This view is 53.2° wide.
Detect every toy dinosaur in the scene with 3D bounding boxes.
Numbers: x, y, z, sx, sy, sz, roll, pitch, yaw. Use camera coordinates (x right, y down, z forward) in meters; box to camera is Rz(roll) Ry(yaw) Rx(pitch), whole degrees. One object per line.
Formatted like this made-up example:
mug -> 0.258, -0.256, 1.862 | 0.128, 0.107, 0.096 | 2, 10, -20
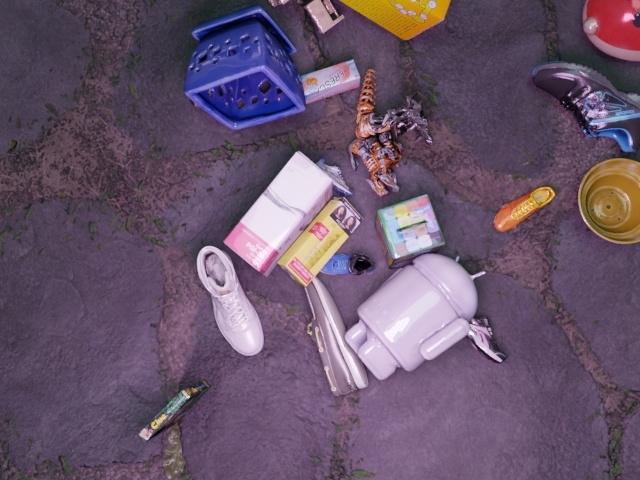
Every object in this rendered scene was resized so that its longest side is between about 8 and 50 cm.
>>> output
toy dinosaur -> 0.165, -0.284, 1.647 | 0.218, 0.164, 0.322 | -14, 103, 16

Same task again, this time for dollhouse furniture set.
dollhouse furniture set -> -0.053, -0.645, 1.731 | 0.129, 0.129, 0.184 | -37, 112, -3

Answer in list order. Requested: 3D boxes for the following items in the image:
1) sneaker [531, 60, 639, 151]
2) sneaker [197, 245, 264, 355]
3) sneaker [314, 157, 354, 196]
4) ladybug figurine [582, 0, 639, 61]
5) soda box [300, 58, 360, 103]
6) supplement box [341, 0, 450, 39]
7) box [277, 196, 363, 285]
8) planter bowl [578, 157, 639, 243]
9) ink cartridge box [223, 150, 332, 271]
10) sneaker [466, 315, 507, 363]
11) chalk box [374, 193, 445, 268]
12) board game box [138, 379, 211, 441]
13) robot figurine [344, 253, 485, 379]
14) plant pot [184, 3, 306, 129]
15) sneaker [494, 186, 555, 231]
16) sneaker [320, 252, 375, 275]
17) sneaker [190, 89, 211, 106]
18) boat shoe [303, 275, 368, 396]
sneaker -> 0.698, -0.350, 1.647 | 0.340, 0.125, 0.140 | 26, 88, 7
sneaker -> -0.230, 0.152, 1.578 | 0.108, 0.169, 0.293 | -25, 83, -4
sneaker -> 0.039, -0.169, 1.676 | 0.135, 0.052, 0.058 | 37, 80, 6
ladybug figurine -> 0.905, -0.639, 1.663 | 0.449, 0.162, 0.305 | -25, 82, -2
soda box -> 0.013, -0.420, 1.706 | 0.183, 0.063, 0.058 | -19, 79, -1
supplement box -> 0.154, -0.699, 1.613 | 0.356, 0.195, 0.194 | 24, 82, -21
box -> 0.000, 0.000, 1.618 | 0.232, 0.058, 0.087 | -48, 114, -13
planter bowl -> 0.748, -0.092, 1.623 | 0.217, 0.090, 0.217 | 0, 81, 1
ink cartridge box -> -0.097, -0.059, 1.583 | 0.117, 0.207, 0.283 | 39, 85, 6
sneaker -> 0.403, 0.229, 1.596 | 0.178, 0.072, 0.077 | 44, 84, 6
chalk box -> 0.216, -0.024, 1.564 | 0.132, 0.213, 0.132 | -17, 78, -2
board game box -> -0.333, 0.393, 1.498 | 0.030, 0.260, 0.136 | 42, 84, 6
robot figurine -> 0.230, 0.170, 1.525 | 0.353, 0.300, 0.200 | -40, 127, -4
plant pot -> -0.188, -0.439, 1.610 | 0.236, 0.236, 0.212 | -11, 72, 22
sneaker -> 0.520, -0.087, 1.641 | 0.175, 0.067, 0.064 | -37, 84, -2
sneaker -> 0.065, 0.059, 1.623 | 0.152, 0.084, 0.058 | 6, 82, 3
sneaker -> -0.317, -0.434, 1.718 | 0.074, 0.063, 0.170 | 4, 87, -4
boat shoe -> 0.018, 0.236, 1.587 | 0.091, 0.109, 0.305 | -27, 75, 11
